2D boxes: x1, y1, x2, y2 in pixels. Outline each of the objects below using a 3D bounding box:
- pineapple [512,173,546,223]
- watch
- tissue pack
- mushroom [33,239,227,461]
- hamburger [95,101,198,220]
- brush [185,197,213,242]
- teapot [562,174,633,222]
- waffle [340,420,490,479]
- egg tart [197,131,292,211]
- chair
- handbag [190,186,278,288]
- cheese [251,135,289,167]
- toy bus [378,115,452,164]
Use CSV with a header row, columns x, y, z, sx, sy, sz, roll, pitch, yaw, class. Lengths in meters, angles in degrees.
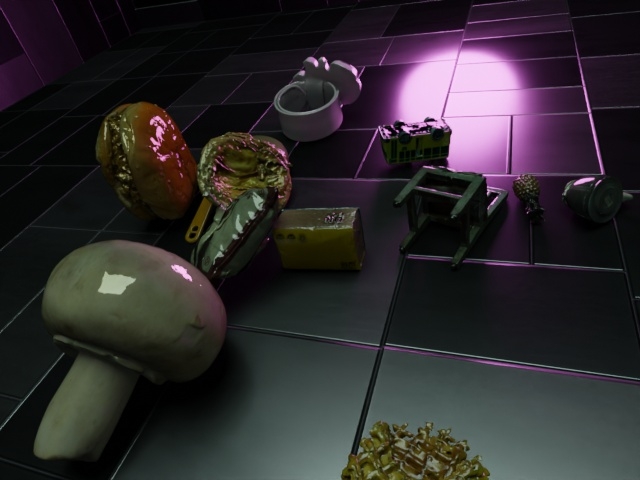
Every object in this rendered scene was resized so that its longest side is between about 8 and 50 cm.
x,y,z,sx,sy,sz,roll,pitch,yaw,class
0.438,-0.084,0.986,0.058,0.058,0.125,-1,47,16,pineapple
-0.015,-0.428,1.436,0.243,0.196,0.231,12,52,24,watch
0.000,0.000,0.955,0.169,0.120,0.082,0,43,14,tissue pack
-0.314,0.178,0.749,0.314,0.314,0.337,9,70,25,mushroom
-0.430,-0.207,1.199,0.158,0.319,0.319,-13,38,9,hamburger
-0.280,-0.110,1.195,0.103,0.013,0.273,5,61,23,brush
0.545,-0.082,0.941,0.092,0.124,0.090,-62,28,5,teapot
0.114,0.315,0.577,0.192,0.070,0.197,-7,39,9,waffle
-0.190,-0.150,1.158,0.252,0.232,0.098,-22,-2,-31,egg tart
0.276,-0.088,0.961,0.136,0.147,0.270,20,51,35,chair
-0.170,-0.017,0.956,0.235,0.127,0.213,-48,14,-6,handbag
-0.173,-0.219,1.298,0.202,0.091,0.175,19,51,35,cheese
0.241,-0.254,1.207,0.174,0.101,0.088,-7,39,0,toy bus
